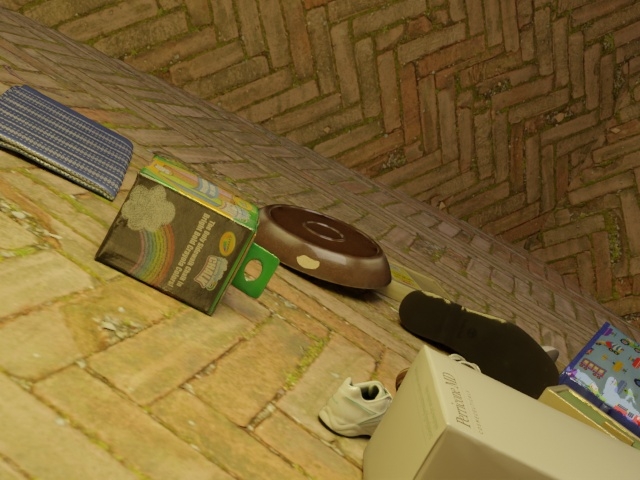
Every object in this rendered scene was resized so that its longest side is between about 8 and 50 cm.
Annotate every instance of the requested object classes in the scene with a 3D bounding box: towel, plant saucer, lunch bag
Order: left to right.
[{"bbox_3d":[-0.446,-0.172,1.296,0.243,0.040,0.336,27,14,-17],"label":"towel"},{"bbox_3d":[0.000,0.000,1.455,0.311,0.050,0.310,19,17,-6],"label":"plant saucer"},{"bbox_3d":[0.624,0.312,1.574,0.221,0.138,0.293,38,24,23],"label":"lunch bag"}]

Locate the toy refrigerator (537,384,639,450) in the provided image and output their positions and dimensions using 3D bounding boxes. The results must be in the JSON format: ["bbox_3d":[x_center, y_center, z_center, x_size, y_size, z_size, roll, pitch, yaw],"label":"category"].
[{"bbox_3d":[0.445,0.329,1.134,0.269,0.094,0.102,38,15,32],"label":"toy refrigerator"}]

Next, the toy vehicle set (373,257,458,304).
[{"bbox_3d":[0.164,0.086,1.604,0.267,0.035,0.166,24,14,-23],"label":"toy vehicle set"}]

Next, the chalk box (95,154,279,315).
[{"bbox_3d":[-0.161,0.000,1.004,0.213,0.132,0.132,28,12,-10],"label":"chalk box"}]

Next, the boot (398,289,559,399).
[{"bbox_3d":[0.291,0.181,1.379,0.305,0.112,0.115,30,2,13],"label":"boot"}]

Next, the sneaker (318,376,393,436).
[{"bbox_3d":[0.071,0.201,0.888,0.152,0.061,0.054,21,13,-39],"label":"sneaker"}]

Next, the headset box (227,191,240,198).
[{"bbox_3d":[-0.185,-0.073,1.467,0.083,0.032,0.062,20,15,-30],"label":"headset box"}]

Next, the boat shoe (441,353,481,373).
[{"bbox_3d":[0.193,0.207,1.075,0.095,0.084,0.258,28,13,-6],"label":"boat shoe"}]

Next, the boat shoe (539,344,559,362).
[{"bbox_3d":[0.426,0.235,1.559,0.184,0.066,0.063,3,29,-44],"label":"boat shoe"}]

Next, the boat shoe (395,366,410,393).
[{"bbox_3d":[0.150,0.225,0.883,0.178,0.064,0.060,50,33,-6],"label":"boat shoe"}]

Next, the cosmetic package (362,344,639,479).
[{"bbox_3d":[0.232,0.271,0.731,0.366,0.155,0.197,27,13,-6],"label":"cosmetic package"}]
